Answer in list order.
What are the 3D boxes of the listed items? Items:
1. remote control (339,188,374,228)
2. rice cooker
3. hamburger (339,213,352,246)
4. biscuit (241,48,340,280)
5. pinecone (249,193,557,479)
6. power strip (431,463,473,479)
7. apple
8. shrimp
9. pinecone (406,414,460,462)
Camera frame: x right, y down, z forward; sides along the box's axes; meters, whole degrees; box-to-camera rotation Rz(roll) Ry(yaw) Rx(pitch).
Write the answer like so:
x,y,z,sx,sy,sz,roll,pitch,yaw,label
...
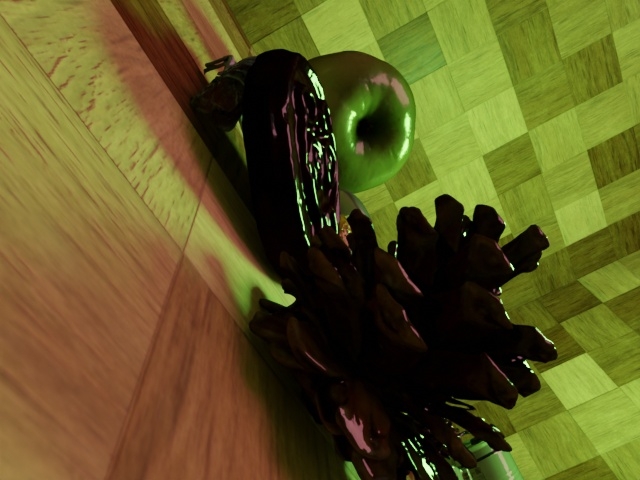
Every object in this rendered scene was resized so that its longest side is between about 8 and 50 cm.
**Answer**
x,y,z,sx,sy,sz,roll,pitch,yaw,label
0.083,-0.004,1.410,0.221,0.103,0.332,59,-16,28,remote control
0.489,0.710,1.505,0.244,0.226,0.226,66,8,16,rice cooker
0.056,0.049,1.106,0.173,0.116,0.210,-43,113,-54,hamburger
-0.029,-0.124,0.859,0.407,0.091,0.408,-5,90,-80,biscuit
0.129,0.103,0.608,0.385,0.384,0.384,61,7,-13,pinecone
0.342,0.642,1.169,0.257,0.092,0.251,-105,169,-46,power strip
0.061,-0.367,1.546,0.474,0.473,0.474,61,7,-13,apple
-0.145,-0.296,0.984,0.221,0.166,0.410,35,7,-9,shrimp
0.238,0.425,1.070,0.140,0.140,0.121,31,42,-77,pinecone
